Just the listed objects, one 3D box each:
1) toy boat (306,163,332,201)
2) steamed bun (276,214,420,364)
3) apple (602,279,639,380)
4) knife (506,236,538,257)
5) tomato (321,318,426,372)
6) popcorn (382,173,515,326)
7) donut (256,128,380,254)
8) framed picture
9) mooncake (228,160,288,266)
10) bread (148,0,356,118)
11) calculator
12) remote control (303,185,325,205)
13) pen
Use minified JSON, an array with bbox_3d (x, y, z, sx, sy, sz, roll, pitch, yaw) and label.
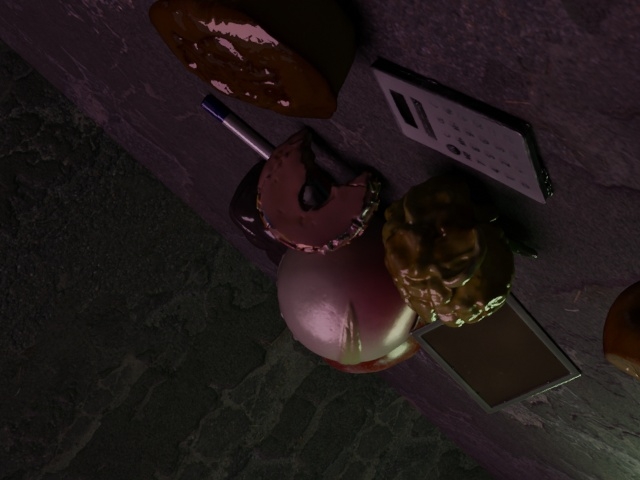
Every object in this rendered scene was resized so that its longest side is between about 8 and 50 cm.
[{"bbox_3d":[-0.011,-0.103,1.937,0.069,0.059,0.173,26,162,52],"label":"toy boat"},{"bbox_3d":[0.089,0.087,1.816,0.309,0.309,0.309,38,169,9],"label":"steamed bun"},{"bbox_3d":[0.424,0.117,1.086,0.173,0.160,0.195,51,166,-32],"label":"apple"},{"bbox_3d":[0.244,-0.018,1.531,0.043,0.020,0.293,45,169,-32],"label":"knife"},{"bbox_3d":[0.103,0.177,2.167,0.270,0.270,0.227,21,122,60],"label":"tomato"},{"bbox_3d":[0.184,0.011,1.395,0.217,0.181,0.235,47,-160,-69],"label":"popcorn"},{"bbox_3d":[-0.008,-0.073,1.716,0.233,0.199,0.085,38,-173,23],"label":"donut"},{"bbox_3d":[0.331,0.211,1.795,0.274,0.217,0.017,47,-150,-26],"label":"framed picture"},{"bbox_3d":[-0.070,-0.034,2.180,0.306,0.154,0.306,36,169,8],"label":"mooncake"},{"bbox_3d":[-0.083,-0.261,1.229,0.270,0.148,0.270,24,168,5],"label":"bread"},{"bbox_3d":[0.179,-0.145,1.237,0.261,0.021,0.161,31,166,37],"label":"calculator"},{"bbox_3d":[0.000,0.000,1.981,0.313,0.109,0.055,51,-153,-50],"label":"remote control"},{"bbox_3d":[-0.142,-0.213,2.012,0.269,0.033,0.033,39,169,1],"label":"pen"}]
